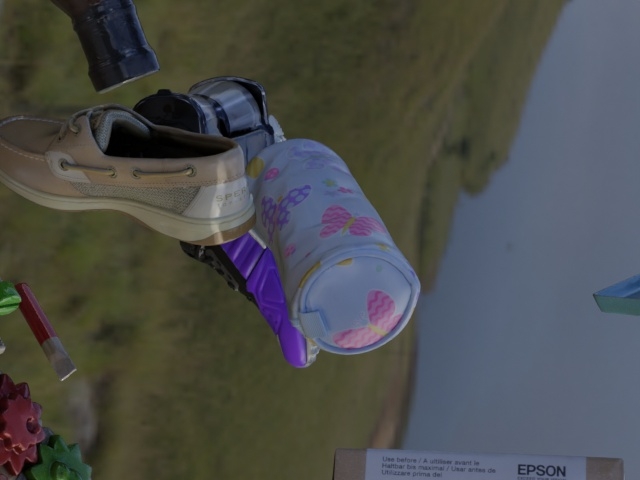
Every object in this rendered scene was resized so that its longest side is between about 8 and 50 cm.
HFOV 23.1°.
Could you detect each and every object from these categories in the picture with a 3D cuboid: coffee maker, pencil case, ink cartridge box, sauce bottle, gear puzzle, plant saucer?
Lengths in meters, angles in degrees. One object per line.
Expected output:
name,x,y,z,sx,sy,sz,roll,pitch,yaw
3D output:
coffee maker,-0.118,-0.082,1.649,0.171,0.120,0.178,63,23,-3
pencil case,0.000,0.000,1.516,0.273,0.124,0.113,-122,-153,-58
ink cartridge box,0.133,0.230,1.304,0.193,0.235,0.088,68,25,-72
sauce bottle,-0.250,-0.318,1.553,0.344,0.111,0.111,70,20,-8
gear puzzle,-0.248,0.218,1.316,0.339,0.044,0.175,57,34,-30
plant saucer,0.287,0.042,1.305,0.192,0.067,0.018,-11,105,-62

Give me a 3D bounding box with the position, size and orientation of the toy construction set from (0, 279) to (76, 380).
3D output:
toy construction set,-0.419,0.192,1.748,0.237,0.309,0.257,53,-18,28

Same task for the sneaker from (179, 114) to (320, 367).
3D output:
sneaker,-0.085,0.011,1.815,0.102,0.146,0.293,-56,133,-80

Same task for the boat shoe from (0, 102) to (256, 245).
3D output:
boat shoe,-0.192,-0.082,1.457,0.109,0.302,0.098,-39,136,-44
